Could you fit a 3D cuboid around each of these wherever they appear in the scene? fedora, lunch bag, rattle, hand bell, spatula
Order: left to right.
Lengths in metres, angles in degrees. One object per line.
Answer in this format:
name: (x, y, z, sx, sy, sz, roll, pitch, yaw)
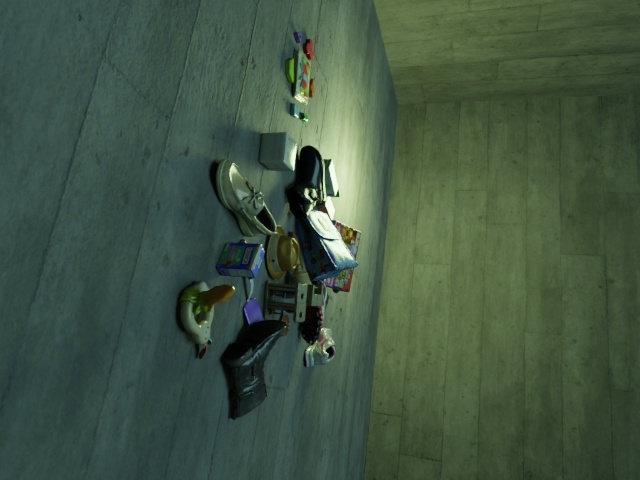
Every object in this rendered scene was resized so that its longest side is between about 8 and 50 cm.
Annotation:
rattle: (-0.257, 0.200, 1.227, 0.130, 0.142, 0.200, -93, 175, -75)
spatula: (-0.215, 0.135, 1.515, 0.084, 0.030, 0.296, -43, 132, -61)
fedora: (-0.122, 0.044, 1.721, 0.194, 0.079, 0.194, 2, 90, -72)
hand bell: (-0.086, 0.086, 1.845, 0.126, 0.126, 0.242, -7, 87, -72)
lunch bag: (0.000, 0.000, 1.990, 0.221, 0.138, 0.293, -2, 67, -63)

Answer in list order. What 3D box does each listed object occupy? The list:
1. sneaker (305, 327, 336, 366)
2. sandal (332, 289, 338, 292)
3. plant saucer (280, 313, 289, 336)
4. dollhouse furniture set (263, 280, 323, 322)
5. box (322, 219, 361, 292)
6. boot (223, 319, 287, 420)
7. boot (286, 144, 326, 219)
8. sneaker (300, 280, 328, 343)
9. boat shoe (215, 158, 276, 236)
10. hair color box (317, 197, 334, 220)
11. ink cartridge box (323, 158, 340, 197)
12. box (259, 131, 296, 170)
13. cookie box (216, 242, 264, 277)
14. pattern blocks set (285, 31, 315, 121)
sneaker: (0.019, 0.471, 2.168, 0.252, 0.111, 0.103, -54, 142, -61)
sandal: (0.048, 0.141, 2.312, 0.090, 0.060, 0.219, -41, 118, -40)
plant saucer: (-0.134, 0.311, 1.824, 0.083, 0.013, 0.083, 2, 90, -73)
dollhouse furniture set: (-0.091, 0.211, 1.711, 0.183, 0.129, 0.129, 15, 78, -63)
box: (0.083, 0.074, 2.254, 0.201, 0.057, 0.293, 22, 76, -48)
boot: (-0.192, 0.385, 1.503, 0.263, 0.091, 0.229, -32, 126, -43)
boot: (-0.057, -0.220, 1.865, 0.207, 0.094, 0.246, -44, 128, -61)
sneaker: (-0.021, 0.281, 2.037, 0.135, 0.097, 0.276, 18, 74, -70)
boat shoe: (-0.204, -0.114, 1.406, 0.302, 0.098, 0.109, 70, 28, -51)
hair color box: (0.024, -0.146, 2.219, 0.141, 0.043, 0.072, 67, 30, -55)
ink cartridge box: (0.008, -0.238, 2.047, 0.209, 0.109, 0.062, 74, 25, -46)
box: (-0.138, -0.287, 1.615, 0.101, 0.087, 0.102, 30, 63, -70)
cookie box: (-0.219, 0.053, 1.366, 0.040, 0.107, 0.092, 72, 26, -47)
pattern blocks set: (-0.070, -0.621, 1.890, 0.285, 0.026, 0.325, -29, 120, -69)
